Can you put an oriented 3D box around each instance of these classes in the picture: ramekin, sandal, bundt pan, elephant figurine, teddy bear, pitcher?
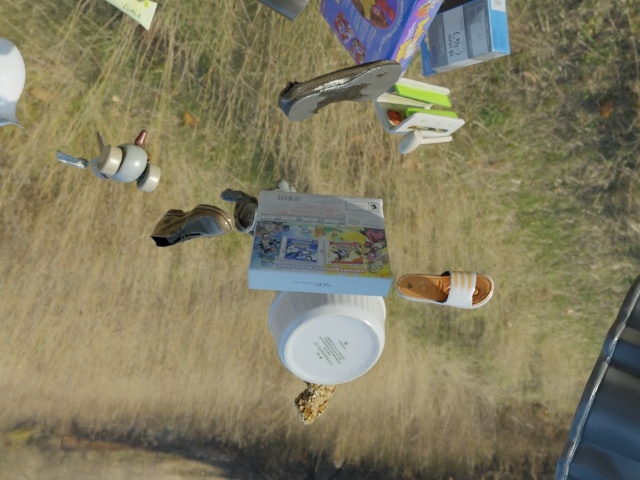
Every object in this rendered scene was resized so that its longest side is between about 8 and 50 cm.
[{"bbox_3d":[0.021,0.203,1.162,0.273,0.127,0.273,-3,123,-5],"label":"ramekin"},{"bbox_3d":[0.340,0.132,1.421,0.265,0.102,0.076,0,167,9],"label":"sandal"},{"bbox_3d":[0.367,0.193,0.559,0.124,0.331,0.331,20,167,36],"label":"bundt pan"},{"bbox_3d":[-0.182,-0.071,1.517,0.239,0.186,0.169,-16,120,22],"label":"elephant figurine"},{"bbox_3d":[0.021,0.403,1.596,0.113,0.338,0.245,19,170,28],"label":"teddy bear"},{"bbox_3d":[-0.811,-0.379,1.272,0.178,0.207,0.125,1,-177,25],"label":"pitcher"}]

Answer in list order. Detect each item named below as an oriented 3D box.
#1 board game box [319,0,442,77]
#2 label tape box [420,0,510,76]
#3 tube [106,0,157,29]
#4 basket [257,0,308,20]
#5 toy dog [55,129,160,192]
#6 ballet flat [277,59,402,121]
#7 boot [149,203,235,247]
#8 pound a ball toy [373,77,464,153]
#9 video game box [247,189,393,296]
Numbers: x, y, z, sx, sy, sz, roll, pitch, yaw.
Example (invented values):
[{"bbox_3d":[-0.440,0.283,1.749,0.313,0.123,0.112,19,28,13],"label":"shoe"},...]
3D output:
[{"bbox_3d":[0.108,-0.474,1.011,0.078,0.233,0.347,-33,176,-10],"label":"board game box"},{"bbox_3d":[0.414,-0.672,1.641,0.106,0.240,0.334,-14,-170,-39],"label":"label tape box"},{"bbox_3d":[-0.626,-0.773,1.673,0.070,0.062,0.240,-28,166,21],"label":"tube"},{"bbox_3d":[-0.133,-0.707,1.378,0.227,0.204,0.154,31,159,-24],"label":"basket"},{"bbox_3d":[-0.590,-0.253,1.533,0.334,0.161,0.220,17,172,30],"label":"toy dog"},{"bbox_3d":[0.035,-0.268,0.891,0.250,0.058,0.084,-25,155,-23],"label":"ballet flat"},{"bbox_3d":[-0.364,-0.027,1.459,0.305,0.115,0.112,-4,127,40],"label":"boot"},{"bbox_3d":[0.283,-0.334,1.501,0.319,0.208,0.136,-8,162,-45],"label":"pound a ball toy"},{"bbox_3d":[0.000,0.000,0.799,0.205,0.187,0.048,4,130,-3],"label":"video game box"}]
